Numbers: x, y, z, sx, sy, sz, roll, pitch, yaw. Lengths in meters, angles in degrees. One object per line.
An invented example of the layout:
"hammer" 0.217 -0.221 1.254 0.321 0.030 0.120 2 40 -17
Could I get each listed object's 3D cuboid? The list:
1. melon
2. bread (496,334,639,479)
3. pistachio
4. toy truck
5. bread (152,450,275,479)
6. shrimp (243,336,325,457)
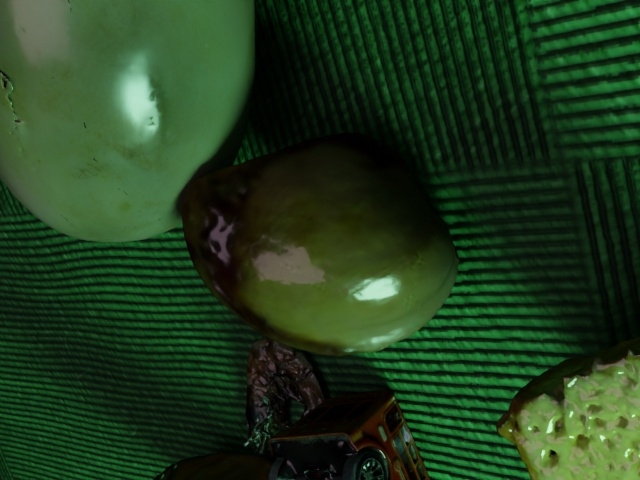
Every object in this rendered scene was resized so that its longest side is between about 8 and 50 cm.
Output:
"melon" -0.159 -0.148 0.637 0.223 0.223 0.317 26 133 26
"bread" 0.240 0.146 0.533 0.229 0.139 0.143 50 132 5
"pistachio" 0.000 0.000 0.640 0.210 0.130 0.165 14 86 -9
"toy truck" 0.056 0.267 0.767 0.107 0.114 0.253 -16 101 41
"bread" -0.104 0.340 0.842 0.227 0.253 0.142 21 127 19
"shrimp" -0.041 0.168 0.845 0.091 0.034 0.161 27 126 25
